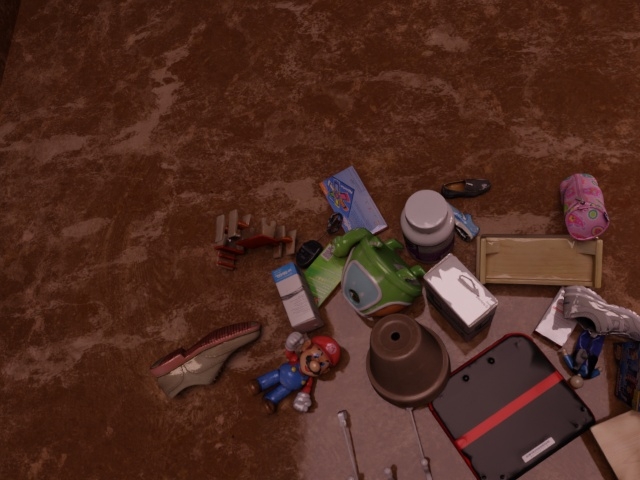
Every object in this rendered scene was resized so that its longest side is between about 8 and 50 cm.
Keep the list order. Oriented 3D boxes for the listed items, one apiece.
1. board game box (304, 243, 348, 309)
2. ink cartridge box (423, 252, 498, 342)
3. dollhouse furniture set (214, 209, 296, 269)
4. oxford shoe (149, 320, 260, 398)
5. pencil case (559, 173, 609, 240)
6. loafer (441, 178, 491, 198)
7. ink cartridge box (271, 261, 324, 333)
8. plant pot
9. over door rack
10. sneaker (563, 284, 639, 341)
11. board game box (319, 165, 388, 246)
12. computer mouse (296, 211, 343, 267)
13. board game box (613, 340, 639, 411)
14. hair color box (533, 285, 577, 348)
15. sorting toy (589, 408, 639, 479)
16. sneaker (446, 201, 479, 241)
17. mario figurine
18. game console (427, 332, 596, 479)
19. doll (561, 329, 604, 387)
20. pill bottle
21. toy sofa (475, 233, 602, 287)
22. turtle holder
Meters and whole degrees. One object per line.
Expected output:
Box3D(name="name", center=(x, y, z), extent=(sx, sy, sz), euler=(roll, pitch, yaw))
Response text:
Box3D(name="board game box", center=(-0.005, 0.145, 1.895), extent=(0.124, 0.039, 0.259), euler=(38, 81, 23))
Box3D(name="ink cartridge box", center=(0.420, 0.180, 1.648), extent=(0.115, 0.273, 0.198), euler=(-39, 66, -2))
Box3D(name="dollhouse furniture set", center=(-0.256, 0.014, 1.904), extent=(0.259, 0.262, 0.135), euler=(-15, 65, 45))
Box3D(name="oxford shoe", center=(-0.371, 0.401, 1.862), extent=(0.397, 0.140, 0.146), euler=(-25, 97, -1))
Box3D(name="pencil case", center=(0.804, -0.111, 1.669), extent=(0.124, 0.124, 0.284), euler=(9, 29, 17))
Box3D(name="loafer", center=(0.502, -0.183, 1.876), extent=(0.170, 0.061, 0.062), euler=(-11, 67, 9))
Box3D(name="ink cartridge box", center=(-0.074, 0.193, 1.798), extent=(0.086, 0.148, 0.203), euler=(-24, 67, 4))
Box3D(name="plant pot", center=(0.244, 0.337, 1.626), extent=(0.263, 0.229, 0.263), euler=(-11, 53, 14))
Box3D(name="over door rack", center=(0.192, 0.640, 1.627), extent=(0.240, 0.108, 0.324), euler=(-16, 67, 7))
Box3D(name="sneaker", center=(0.821, 0.240, 1.589), extent=(0.281, 0.105, 0.115), euler=(27, 73, -2))
Box3D(name="board game box", center=(0.118, -0.127, 1.969), extent=(0.145, 0.027, 0.281), euler=(-28, 66, 2))
Box3D(name="computer mouse", center=(0.000, 0.000, 1.940), extent=(0.071, 0.041, 0.242), euler=(39, 86, 29))
Box3D(name="board game box", center=(0.888, 0.360, 1.534), extent=(0.060, 0.194, 0.194), euler=(6, 93, 8))
Box3D(name="hair color box", center=(0.739, 0.236, 1.670), extent=(0.093, 0.053, 0.167), euler=(32, 82, 22))
Box3D(name="sorting toy", center=(0.912, 0.584, 1.480), extent=(0.257, 0.089, 0.255), euler=(-25, 67, 4))
Box3D(name="sneaker", center=(0.476, -0.072, 1.854), extent=(0.073, 0.063, 0.162), euler=(-31, 69, -18))
Box3D(name="mario figurine", center=(-0.075, 0.421, 1.729), extent=(0.320, 0.198, 0.170), euler=(-37, 45, 4))
Box3D(name="game console", center=(0.553, 0.498, 1.625), extent=(0.387, 0.060, 0.342), euler=(-35, 70, 0))
Box3D(name="doll", center=(0.782, 0.348, 1.619), extent=(0.129, 0.046, 0.189), euler=(23, 76, 6))
Box3D(name="pill bottle", center=(0.342, -0.044, 1.734), extent=(0.169, 0.301, 0.169), euler=(-5, 69, 12))
Box3D(name="toy sofa", center=(0.679, 0.060, 1.716), extent=(0.363, 0.177, 0.150), euler=(1, 95, 14))
Box3D(name="turtle holder", center=(0.163, 0.103, 1.754), extent=(0.320, 0.243, 0.227), euler=(41, 108, -1))
